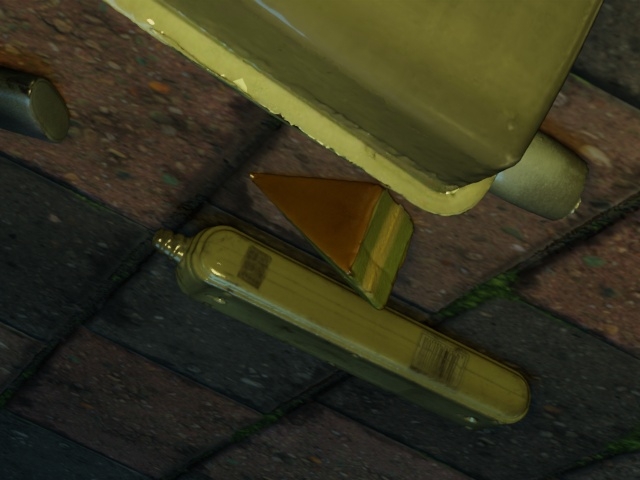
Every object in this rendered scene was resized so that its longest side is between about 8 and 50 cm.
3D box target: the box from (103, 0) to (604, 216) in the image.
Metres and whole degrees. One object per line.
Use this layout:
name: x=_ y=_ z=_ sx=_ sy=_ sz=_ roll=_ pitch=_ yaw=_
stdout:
box: x=0.014 y=-0.167 z=1.044 sx=0.290 sy=0.220 sz=0.166 roll=32 pitch=168 yaw=-24

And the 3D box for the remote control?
remote control: x=-0.401 y=-0.158 z=1.664 sx=0.377 sy=0.044 sz=0.107 roll=16 pitch=160 yaw=14

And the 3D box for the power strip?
power strip: x=0.017 y=0.077 z=1.796 sx=0.387 sy=0.066 sz=0.092 roll=26 pitch=159 yaw=-15

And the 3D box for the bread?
bread: x=-0.004 y=-0.001 z=1.606 sx=0.139 sy=0.084 sz=0.074 roll=8 pitch=155 yaw=33

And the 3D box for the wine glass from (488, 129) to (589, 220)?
wine glass: x=0.098 y=-0.081 z=1.366 sx=0.198 sy=0.066 sz=0.066 roll=27 pitch=157 yaw=-17
